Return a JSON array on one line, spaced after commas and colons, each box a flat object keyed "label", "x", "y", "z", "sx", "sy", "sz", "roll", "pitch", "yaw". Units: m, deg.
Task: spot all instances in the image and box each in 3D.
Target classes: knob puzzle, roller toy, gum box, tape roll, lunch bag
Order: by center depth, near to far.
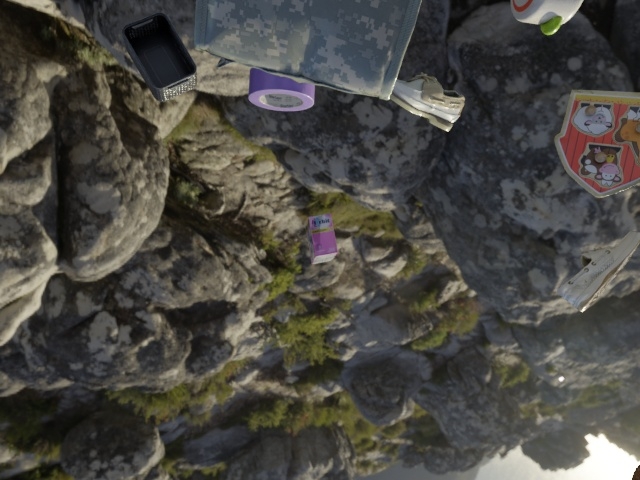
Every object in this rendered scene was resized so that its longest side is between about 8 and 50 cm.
[{"label": "lunch bag", "x": -0.001, "y": -0.313, "z": 0.528, "sx": 0.235, "sy": 0.169, "sz": 0.287, "roll": 13, "pitch": 114, "yaw": -6}, {"label": "knob puzzle", "x": 0.532, "y": -0.175, "z": 0.901, "sx": 0.213, "sy": 0.213, "sz": 0.030, "roll": -46, "pitch": 164, "yaw": 19}, {"label": "roller toy", "x": 0.624, "y": -0.704, "z": 1.364, "sx": 0.146, "sy": 0.209, "sz": 0.191, "roll": 3, "pitch": 144, "yaw": -9}, {"label": "gum box", "x": 0.000, "y": 0.000, "z": 1.370, "sx": 0.062, "sy": 0.107, "sz": 0.188, "roll": -10, "pitch": 171, "yaw": -6}, {"label": "tape roll", "x": -0.110, "y": -0.437, "z": 1.409, "sx": 0.189, "sy": 0.189, "sz": 0.080, "roll": 5, "pitch": 86, "yaw": -32}]

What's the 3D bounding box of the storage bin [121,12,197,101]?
[{"label": "storage bin", "x": -0.406, "y": -0.464, "z": 1.251, "sx": 0.122, "sy": 0.180, "sz": 0.084, "roll": -30, "pitch": 180, "yaw": -15}]

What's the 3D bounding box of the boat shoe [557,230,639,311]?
[{"label": "boat shoe", "x": 0.732, "y": 0.059, "z": 1.291, "sx": 0.277, "sy": 0.096, "sz": 0.098, "roll": -41, "pitch": 145, "yaw": -13}]

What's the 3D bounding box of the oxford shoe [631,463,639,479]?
[{"label": "oxford shoe", "x": 0.598, "y": 0.436, "z": 0.778, "sx": 0.076, "sy": 0.212, "sz": 0.076, "roll": -44, "pitch": 166, "yaw": -42}]

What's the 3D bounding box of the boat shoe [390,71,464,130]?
[{"label": "boat shoe", "x": 0.267, "y": -0.392, "z": 1.310, "sx": 0.302, "sy": 0.113, "sz": 0.103, "roll": 11, "pitch": 122, "yaw": -40}]
